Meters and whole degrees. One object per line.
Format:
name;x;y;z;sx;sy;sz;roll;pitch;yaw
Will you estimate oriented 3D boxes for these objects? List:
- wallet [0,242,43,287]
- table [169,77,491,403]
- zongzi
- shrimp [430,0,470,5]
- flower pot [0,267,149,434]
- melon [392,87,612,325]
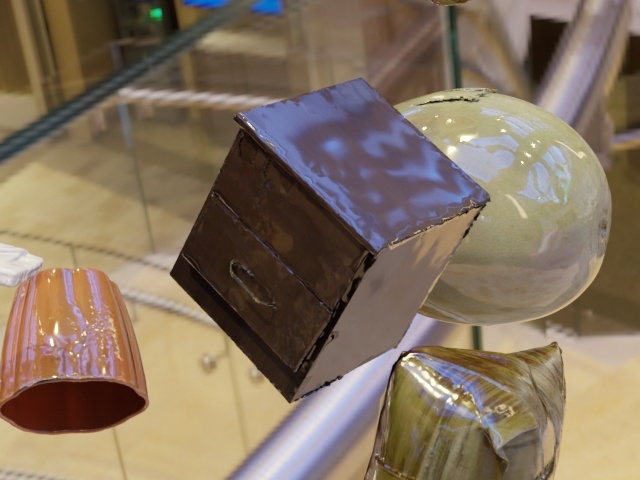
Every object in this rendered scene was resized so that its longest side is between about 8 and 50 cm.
wallet;-0.403;0.013;1.563;0.182;0.032;0.124;15;11;3
table;0.000;0.000;1.218;0.169;0.193;0.172;45;40;20
zongzi;0.124;0.217;1.184;0.138;0.286;0.300;21;15;21
shrimp;0.115;-0.393;1.627;0.061;0.267;0.145;-26;0;-44
flower pot;-0.317;0.136;1.799;0.190;0.191;0.173;-9;62;-2
melon;0.157;-0.040;1.602;0.330;0.269;0.268;10;33;24
